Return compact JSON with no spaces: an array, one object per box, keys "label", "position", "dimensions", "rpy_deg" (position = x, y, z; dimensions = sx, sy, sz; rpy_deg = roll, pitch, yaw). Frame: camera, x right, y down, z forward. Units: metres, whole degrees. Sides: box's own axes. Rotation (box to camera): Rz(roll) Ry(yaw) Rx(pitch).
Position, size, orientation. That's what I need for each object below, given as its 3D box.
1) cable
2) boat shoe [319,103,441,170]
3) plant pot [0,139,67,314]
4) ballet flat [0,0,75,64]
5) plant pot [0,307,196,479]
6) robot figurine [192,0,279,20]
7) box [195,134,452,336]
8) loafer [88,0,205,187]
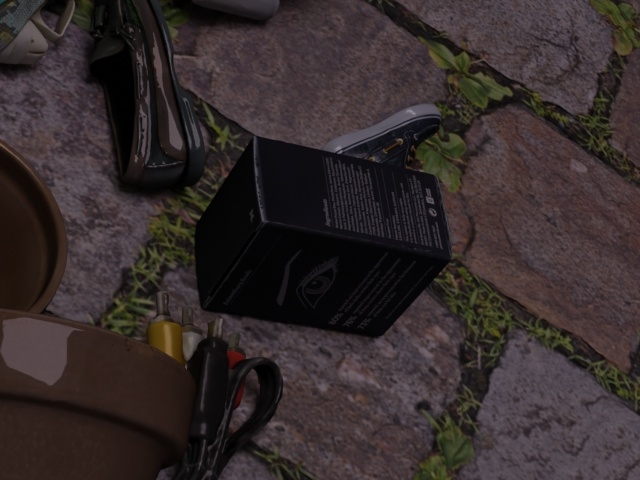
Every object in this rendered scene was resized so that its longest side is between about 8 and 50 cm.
[{"label":"cable","position":[-0.112,0.189,1.252],"dimensions":[0.139,0.072,0.287],"rpy_deg":[30,56,-33]},{"label":"boat shoe","position":[0.081,-0.088,1.567],"dimensions":[0.183,0.065,0.083],"rpy_deg":[-25,73,-35]},{"label":"plant pot","position":[-0.343,0.014,1.186],"dimensions":[0.237,0.110,0.237],"rpy_deg":[17,48,-20]},{"label":"ballet flat","position":[-0.300,-0.228,1.437],"dimensions":[0.079,0.077,0.221],"rpy_deg":[49,42,-17]},{"label":"plant pot","position":[-0.227,0.190,0.969],"dimensions":[0.263,0.263,0.229],"rpy_deg":[15,65,-22]},{"label":"robot figurine","position":[-0.091,-0.403,1.590],"dimensions":[0.353,0.199,0.300],"rpy_deg":[-3,102,-44]},{"label":"box","position":[0.000,0.000,1.380],"dimensions":[0.207,0.153,0.108],"rpy_deg":[12,50,-25]},{"label":"loafer","position":[-0.196,-0.173,1.439],"dimensions":[0.084,0.096,0.268],"rpy_deg":[-9,63,-30]}]
